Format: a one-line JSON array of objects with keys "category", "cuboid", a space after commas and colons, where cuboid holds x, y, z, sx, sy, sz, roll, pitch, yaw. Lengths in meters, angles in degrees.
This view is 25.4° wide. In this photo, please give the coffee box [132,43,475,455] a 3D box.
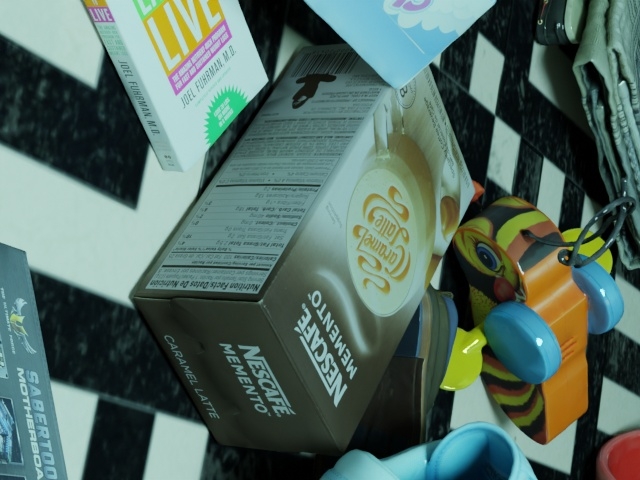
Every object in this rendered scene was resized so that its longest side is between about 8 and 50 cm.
[{"category": "coffee box", "cuboid": [0.000, 0.000, 0.919, 0.246, 0.098, 0.141, -60, 138, -37]}]

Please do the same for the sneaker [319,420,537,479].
[{"category": "sneaker", "cuboid": [0.115, 0.198, 0.936, 0.366, 0.135, 0.150, 10, 113, -54]}]

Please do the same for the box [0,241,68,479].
[{"category": "box", "cuboid": [-0.173, 0.101, 0.590, 0.183, 0.059, 0.233, 27, 47, -66]}]

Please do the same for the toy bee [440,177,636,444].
[{"category": "toy bee", "cuboid": [0.168, 0.026, 1.157, 0.195, 0.162, 0.298, -18, 139, -40]}]

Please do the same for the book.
[{"category": "book", "cuboid": [-0.089, -0.126, 0.841, 0.096, 0.035, 0.144, -54, 136, -36]}]

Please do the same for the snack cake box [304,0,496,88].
[{"category": "snack cake box", "cuboid": [-0.016, -0.217, 0.823, 0.089, 0.152, 0.264, -41, 144, 10]}]

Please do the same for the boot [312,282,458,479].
[{"category": "boot", "cuboid": [0.058, 0.130, 1.031, 0.106, 0.082, 0.219, 8, 94, -62]}]

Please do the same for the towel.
[{"category": "towel", "cuboid": [0.334, -0.176, 1.437, 0.312, 0.056, 0.324, 64, 37, -45]}]

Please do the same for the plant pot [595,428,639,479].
[{"category": "plant pot", "cuboid": [0.400, 0.351, 1.439, 0.275, 0.275, 0.243, -17, 117, -56]}]

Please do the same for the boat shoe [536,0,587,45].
[{"category": "boat shoe", "cuboid": [0.232, -0.238, 1.327, 0.049, 0.042, 0.133, 47, 52, -44]}]
